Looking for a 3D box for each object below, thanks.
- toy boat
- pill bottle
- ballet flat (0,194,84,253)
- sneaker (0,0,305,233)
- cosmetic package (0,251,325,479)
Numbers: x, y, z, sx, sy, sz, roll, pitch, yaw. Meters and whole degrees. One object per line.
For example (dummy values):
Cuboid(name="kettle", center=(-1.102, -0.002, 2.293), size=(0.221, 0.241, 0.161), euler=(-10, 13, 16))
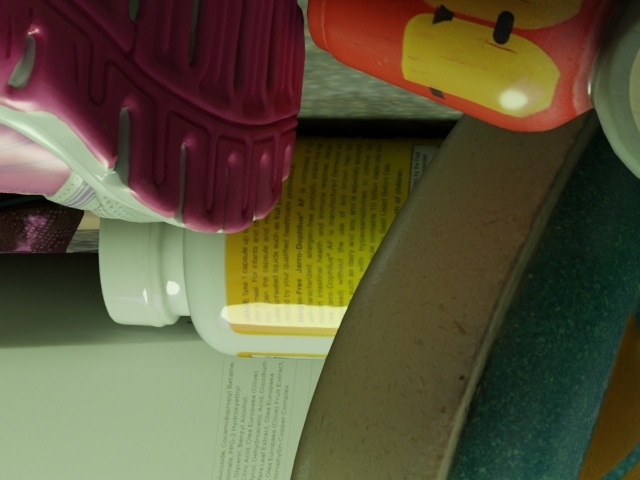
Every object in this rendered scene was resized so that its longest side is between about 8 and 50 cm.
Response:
Cuboid(name="toy boat", center=(0.081, 0.020, 0.529), size=(0.148, 0.267, 0.318), euler=(18, 149, 18))
Cuboid(name="pill bottle", center=(-0.003, 0.003, 0.802), size=(0.208, 0.117, 0.117), euler=(1, 173, 8))
Cuboid(name="ballet flat", center=(-0.224, 0.008, 1.123), size=(0.073, 0.067, 0.206), euler=(2, 174, -29))
Cuboid(name="sneaker", center=(-0.100, -0.065, 0.390), size=(0.111, 0.103, 0.252), euler=(2, 169, 38))
Cuboid(name="cosmetic package", center=(-0.156, 0.101, 0.938), size=(0.365, 0.155, 0.197), euler=(1, -165, -33))
